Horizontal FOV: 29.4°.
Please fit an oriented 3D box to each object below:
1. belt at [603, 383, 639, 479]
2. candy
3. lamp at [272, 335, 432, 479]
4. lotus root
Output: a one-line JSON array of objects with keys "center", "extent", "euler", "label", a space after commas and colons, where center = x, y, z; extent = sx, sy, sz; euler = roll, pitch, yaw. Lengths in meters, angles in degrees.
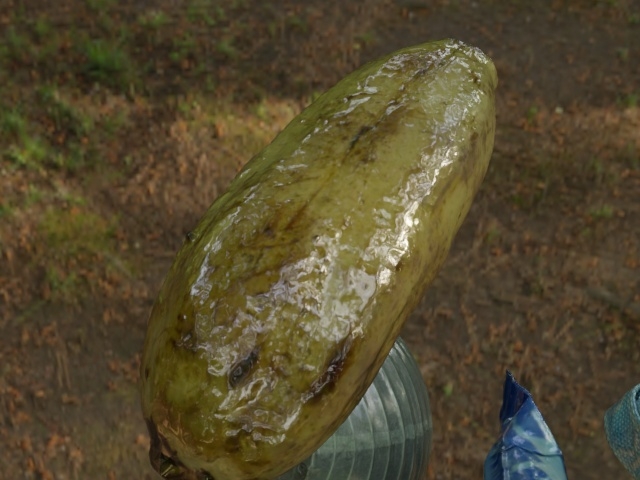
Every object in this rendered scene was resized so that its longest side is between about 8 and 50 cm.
[{"center": [0.370, 0.289, 1.267], "extent": [0.087, 0.072, 0.302], "euler": [19, 43, -31], "label": "belt"}, {"center": [0.164, 0.263, 0.983], "extent": [0.077, 0.187, 0.331], "euler": [3, 24, 4], "label": "candy"}, {"center": [-0.001, 0.171, 1.184], "extent": [0.233, 0.233, 0.265], "euler": [-30, 74, -29], "label": "lamp"}, {"center": [0.000, 0.000, 0.566], "extent": [0.110, 0.097, 0.258], "euler": [21, 62, 23], "label": "lotus root"}]
